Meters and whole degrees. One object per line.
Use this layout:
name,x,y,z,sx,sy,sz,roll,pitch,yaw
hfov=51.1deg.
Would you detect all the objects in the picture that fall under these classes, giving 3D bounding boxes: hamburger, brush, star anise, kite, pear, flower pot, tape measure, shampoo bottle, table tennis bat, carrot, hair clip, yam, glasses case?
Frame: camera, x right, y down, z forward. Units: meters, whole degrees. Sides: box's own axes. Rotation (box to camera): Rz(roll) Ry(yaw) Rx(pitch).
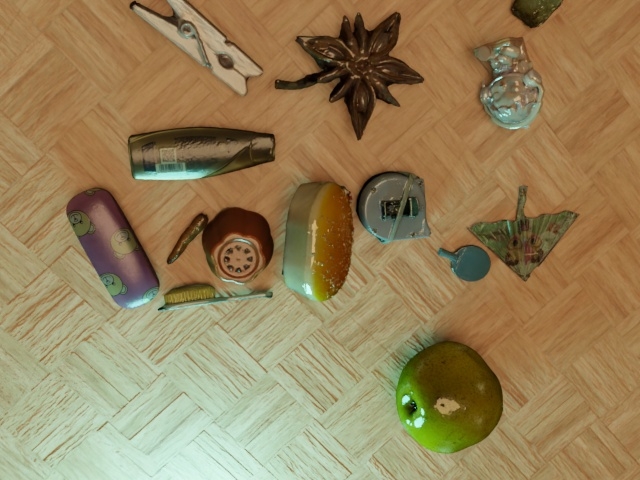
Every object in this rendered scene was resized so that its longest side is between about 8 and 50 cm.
hamburger,0.000,0.000,1.648,0.151,0.227,0.296,12,105,14
brush,-0.272,0.137,1.731,0.296,0.068,0.060,-6,82,-10
star anise,0.080,-0.415,1.621,0.292,0.109,0.349,45,84,-7
kite,0.554,-0.016,1.819,0.322,0.013,0.268,-9,105,-7
pear,0.331,0.412,1.759,0.293,0.294,0.295,-2,103,-7
flower pot,-0.200,0.024,1.651,0.190,0.173,0.191,-2,104,-9
tape measure,0.185,-0.084,1.709,0.180,0.107,0.182,-14,107,-11
shampoo bottle,-0.283,-0.215,1.630,0.349,0.084,0.126,-6,106,-6
table tennis bat,0.390,0.056,1.812,0.155,0.019,0.100,19,100,-13
carrot,-0.341,-0.003,1.697,0.035,0.036,0.165,39,97,-14
hair clip,-0.285,-0.474,1.569,0.330,0.085,0.101,39,97,-15
yam,0.584,-0.649,1.635,0.106,0.106,0.259,38,94,-14
glasses case,-0.511,0.021,1.658,0.123,0.076,0.317,-26,105,-1

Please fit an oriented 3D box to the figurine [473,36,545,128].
figurine,0.468,-0.382,1.656,0.141,0.162,0.237,-32,112,-43
